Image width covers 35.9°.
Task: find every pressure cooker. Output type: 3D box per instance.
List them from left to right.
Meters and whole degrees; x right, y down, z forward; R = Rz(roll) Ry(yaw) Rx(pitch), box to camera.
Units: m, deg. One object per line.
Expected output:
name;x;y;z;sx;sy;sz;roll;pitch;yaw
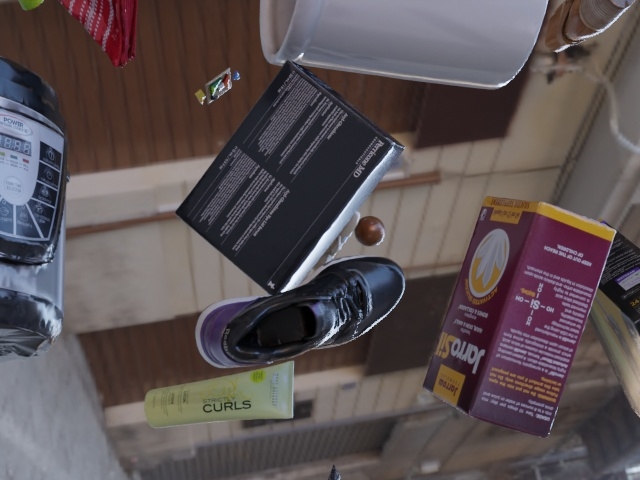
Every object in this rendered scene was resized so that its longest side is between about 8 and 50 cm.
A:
pressure cooker;-0.509;-0.065;1.243;0.370;0.375;0.421;120;-32;-69

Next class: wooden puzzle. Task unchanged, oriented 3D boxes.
wooden puzzle;-0.217;-0.328;2.107;0.014;0.116;0.078;43;-16;17

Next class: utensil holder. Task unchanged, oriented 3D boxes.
utensil holder;0.124;-0.413;1.565;0.327;0.385;0.328;-173;-90;-75

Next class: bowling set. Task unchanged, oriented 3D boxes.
bowling set;0.000;0.000;1.665;0.154;0.199;0.287;-62;-169;6

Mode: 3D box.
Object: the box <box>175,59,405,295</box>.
box;-0.040;-0.081;1.336;0.184;0.261;0.103;41;11;12

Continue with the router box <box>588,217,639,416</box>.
router box;0.435;0.149;1.272;0.309;0.081;0.243;59;3;-23

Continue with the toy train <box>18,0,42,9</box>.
toy train;-0.522;-0.449;1.670;0.248;0.105;0.143;-65;145;-33

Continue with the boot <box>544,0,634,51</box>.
boot;0.529;-0.464;1.776;0.283;0.109;0.220;-57;-172;-19

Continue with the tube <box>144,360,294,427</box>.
tube;-0.152;0.241;1.510;0.062;0.240;0.070;-35;114;-71

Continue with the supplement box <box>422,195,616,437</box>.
supplement box;0.170;0.063;0.862;0.188;0.080;0.104;-71;-162;-1

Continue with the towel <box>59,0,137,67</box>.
towel;-0.270;-0.321;0.985;0.275;0.031;0.199;46;-31;17

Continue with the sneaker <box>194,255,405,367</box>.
sneaker;0.000;0.093;1.191;0.124;0.283;0.107;-4;-76;64

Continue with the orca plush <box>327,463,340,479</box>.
orca plush;0.025;0.374;1.200;0.287;0.102;0.151;26;80;-80
